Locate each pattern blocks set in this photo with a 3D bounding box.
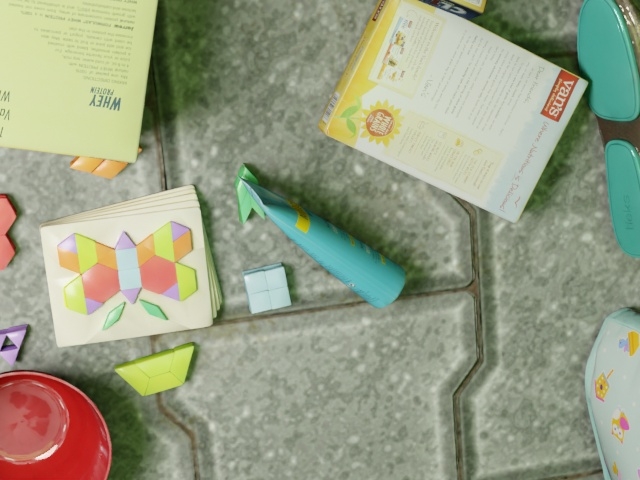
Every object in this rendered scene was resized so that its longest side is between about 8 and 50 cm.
[{"bbox_3d":[-0.203,0.030,1.518,0.324,0.026,0.285,-23,109,-5],"label":"pattern blocks set"}]

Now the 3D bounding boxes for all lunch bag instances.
[{"bbox_3d":[0.404,0.212,1.587,0.160,0.223,0.262,-17,106,-12],"label":"lunch bag"}]

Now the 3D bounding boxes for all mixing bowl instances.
[{"bbox_3d":[-0.310,0.207,1.507,0.181,0.098,0.181,-3,105,-10],"label":"mixing bowl"}]

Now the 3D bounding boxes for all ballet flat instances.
[{"bbox_3d":[0.350,-0.136,1.556,0.106,0.107,0.316,-23,115,-25],"label":"ballet flat"}]

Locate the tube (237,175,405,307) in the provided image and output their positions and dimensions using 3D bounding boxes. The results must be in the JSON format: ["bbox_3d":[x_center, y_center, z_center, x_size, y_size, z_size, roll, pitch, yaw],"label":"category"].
[{"bbox_3d":[0.000,0.000,1.517,0.207,0.080,0.052,35,91,-29],"label":"tube"}]

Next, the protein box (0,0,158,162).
[{"bbox_3d":[-0.265,-0.191,1.376,0.199,0.136,0.201,6,98,-13],"label":"protein box"}]

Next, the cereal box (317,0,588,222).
[{"bbox_3d":[0.141,-0.143,1.526,0.240,0.047,0.173,25,98,-17],"label":"cereal box"}]

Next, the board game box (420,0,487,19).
[{"bbox_3d":[0.071,-0.340,1.437,0.243,0.042,0.165,19,84,-15],"label":"board game box"}]
